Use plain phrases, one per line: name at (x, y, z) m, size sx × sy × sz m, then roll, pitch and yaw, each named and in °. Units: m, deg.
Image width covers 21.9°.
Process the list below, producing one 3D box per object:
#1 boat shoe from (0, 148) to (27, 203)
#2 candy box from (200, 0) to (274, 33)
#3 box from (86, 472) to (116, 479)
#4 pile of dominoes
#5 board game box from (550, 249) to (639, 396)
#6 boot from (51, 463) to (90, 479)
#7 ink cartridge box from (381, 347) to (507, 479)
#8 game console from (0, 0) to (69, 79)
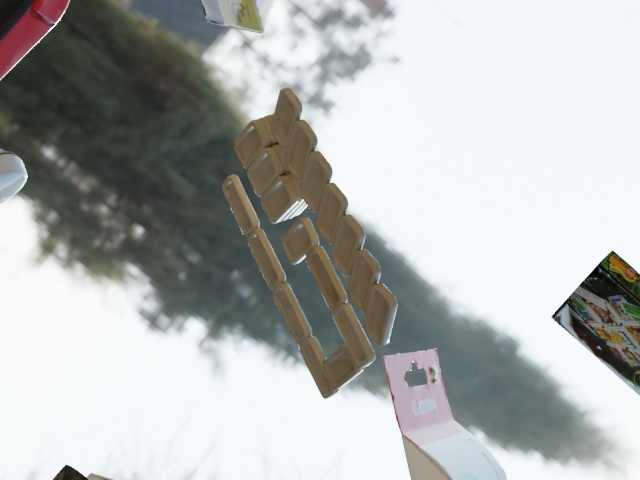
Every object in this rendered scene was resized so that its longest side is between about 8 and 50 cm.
boat shoe at (-0.419, -0.059, 1.776) m, size 0.267 × 0.088 × 0.096 m, roll -23°, pitch 169°, yaw 41°
candy box at (-0.045, -0.264, 1.245) m, size 0.109 × 0.053 × 0.186 m, roll 76°, pitch 30°, yaw -67°
box at (-0.148, 0.343, 1.781) m, size 0.094 × 0.275 × 0.113 m, roll 10°, pitch -104°, yaw 40°
pile of dominoes at (0.000, 0.000, 1.509) m, size 0.040 × 0.251 × 0.196 m, roll -20°, pitch 168°, yaw -29°
board game box at (0.359, 0.130, 1.668) m, size 0.030 × 0.260 × 0.136 m, roll -43°, pitch 171°, yaw -32°
boot at (-0.204, 0.321, 1.526) m, size 0.137 × 0.198 × 0.077 m, roll -49°, pitch 180°, yaw -15°
ink cartridge box at (0.134, 0.215, 1.638) m, size 0.056 × 0.224 × 0.181 m, roll -13°, pitch 174°, yaw 20°
game console at (-0.470, -0.278, 1.742) m, size 0.342 × 0.386 × 0.060 m, roll -46°, pitch 159°, yaw 10°
